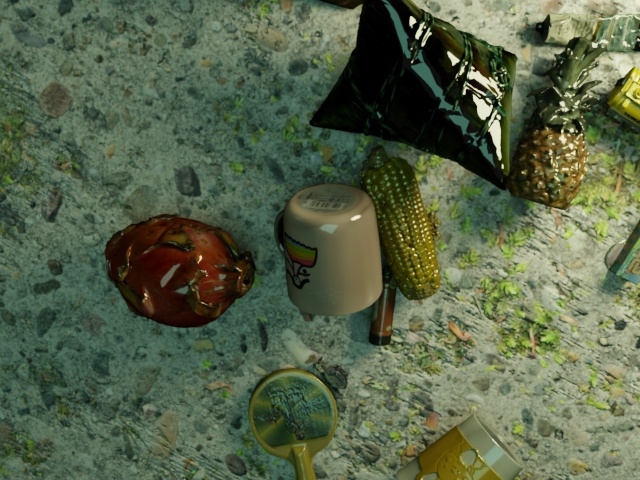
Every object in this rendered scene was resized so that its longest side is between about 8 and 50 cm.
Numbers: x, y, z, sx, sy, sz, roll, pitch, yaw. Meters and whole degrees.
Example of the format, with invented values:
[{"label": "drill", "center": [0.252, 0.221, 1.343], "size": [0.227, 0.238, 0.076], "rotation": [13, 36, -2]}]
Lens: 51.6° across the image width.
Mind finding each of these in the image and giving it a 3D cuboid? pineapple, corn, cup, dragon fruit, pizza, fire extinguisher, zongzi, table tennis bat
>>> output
[{"label": "pineapple", "center": [0.447, -0.220, 1.246], "size": [0.170, 0.141, 0.310], "rotation": [9, 100, -34]}, {"label": "corn", "center": [0.160, -0.033, 1.325], "size": [0.119, 0.119, 0.322], "rotation": [-15, 105, 8]}, {"label": "cup", "center": [0.310, 0.509, 1.374], "size": [0.226, 0.185, 0.241], "rotation": [-46, 58, 5]}, {"label": "dragon fruit", "center": [-0.280, 0.063, 1.325], "size": [0.314, 0.250, 0.251], "rotation": [-2, 101, 3]}, {"label": "pizza", "center": [0.233, -0.025, 1.370], "size": [0.037, 0.016, 0.083], "rotation": [6, 100, -3]}, {"label": "fire extinguisher", "center": [0.132, 0.131, 1.390], "size": [0.050, 0.062, 0.177], "rotation": [12, 104, 33]}, {"label": "zongzi", "center": [0.155, -0.262, 1.244], "size": [0.383, 0.319, 0.362], "rotation": [29, 144, -15]}, {"label": "table tennis bat", "center": [-0.051, 0.440, 1.477], "size": [0.198, 0.050, 0.321], "rotation": [-10, 96, 5]}, {"label": "cup", "center": [0.000, 0.000, 1.299], "size": [0.252, 0.191, 0.201], "rotation": [24, 131, 42]}]

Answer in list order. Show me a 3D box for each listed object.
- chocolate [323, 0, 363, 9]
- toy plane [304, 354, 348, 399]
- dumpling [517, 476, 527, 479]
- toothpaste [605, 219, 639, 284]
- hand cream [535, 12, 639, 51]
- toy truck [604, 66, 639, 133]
[{"label": "chocolate", "center": [0.002, -0.589, 1.141], "size": [0.325, 0.297, 0.314], "rotation": [19, 107, 0]}, {"label": "toy plane", "center": [0.021, 0.291, 1.445], "size": [0.049, 0.031, 0.121], "rotation": [-40, 98, 20]}, {"label": "dumpling", "center": [0.411, 0.652, 1.406], "size": [0.204, 0.163, 0.293], "rotation": [42, 94, 16]}, {"label": "toothpaste", "center": [0.646, -0.013, 1.321], "size": [0.070, 0.044, 0.194], "rotation": [27, 102, -1]}, {"label": "hand cream", "center": [0.533, -0.400, 1.260], "size": [0.247, 0.052, 0.075], "rotation": [1, 124, -1]}, {"label": "toy truck", "center": [0.641, -0.230, 1.243], "size": [0.226, 0.114, 0.098], "rotation": [33, 102, -2]}]
